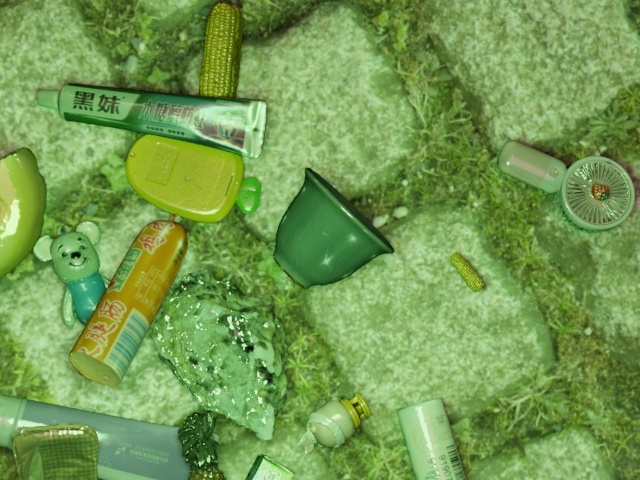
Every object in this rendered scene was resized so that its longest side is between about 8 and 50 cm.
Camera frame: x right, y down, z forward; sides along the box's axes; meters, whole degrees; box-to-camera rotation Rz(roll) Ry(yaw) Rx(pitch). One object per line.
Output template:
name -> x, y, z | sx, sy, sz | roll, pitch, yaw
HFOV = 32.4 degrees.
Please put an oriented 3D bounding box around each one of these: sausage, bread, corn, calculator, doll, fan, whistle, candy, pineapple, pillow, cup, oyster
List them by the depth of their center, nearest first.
pillow -> -0.403, 0.375, 1.698 | 0.135, 0.034, 0.211 | -3, 110, -3
candy -> -0.114, 0.434, 1.727 | 0.062, 0.097, 0.194 | 29, 78, -3
pineapple -> -0.184, 0.350, 1.737 | 0.074, 0.074, 0.159 | -10, 87, -8
bread -> -0.531, -0.016, 1.749 | 0.261, 0.158, 0.156 | -34, 92, -4
sausage -> -0.290, 0.078, 1.752 | 0.093, 0.093, 0.312 | 24, 58, -1
oyster -> -0.144, 0.178, 1.769 | 0.268, 0.112, 0.198 | 35, 77, -1
whistle -> -0.376, 0.084, 1.782 | 0.114, 0.077, 0.235 | -21, 83, -21
doll -> 0.013, 0.293, 1.788 | 0.127, 0.073, 0.084 | -30, 50, -15
cup -> 0.000, 0.000, 1.799 | 0.199, 0.199, 0.150 | 44, 95, 4
calculator -> -0.212, -0.108, 1.858 | 0.235, 0.032, 0.146 | 17, 78, 0
corn -> 0.251, 0.056, 1.877 | 0.027, 0.028, 0.083 | -37, 81, -6
corn -> -0.170, -0.309, 1.886 | 0.068, 0.068, 0.207 | 6, 79, -5
fan -> 0.421, -0.101, 1.902 | 0.244, 0.074, 0.130 | 24, 78, 0

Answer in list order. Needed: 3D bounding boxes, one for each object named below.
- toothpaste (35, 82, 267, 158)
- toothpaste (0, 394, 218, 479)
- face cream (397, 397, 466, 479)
toothpaste -> -0.284, -0.211, 1.835 | 0.392, 0.061, 0.098 | 9, 93, 5
toothpaste -> -0.352, 0.323, 1.738 | 0.371, 0.080, 0.125 | 16, 78, -9
face cream -> 0.197, 0.392, 1.775 | 0.082, 0.082, 0.269 | -15, 80, -9
